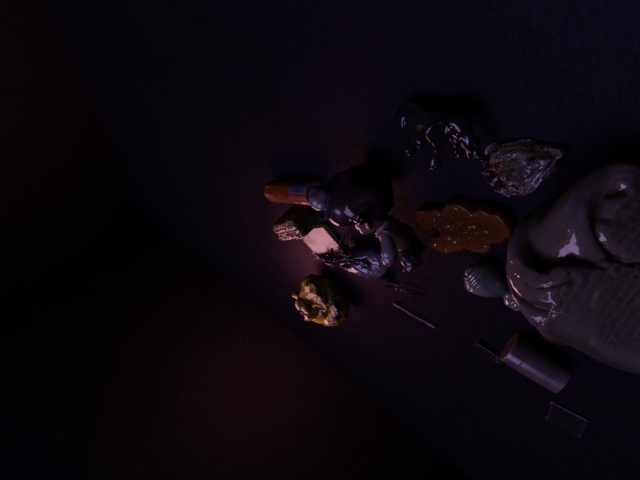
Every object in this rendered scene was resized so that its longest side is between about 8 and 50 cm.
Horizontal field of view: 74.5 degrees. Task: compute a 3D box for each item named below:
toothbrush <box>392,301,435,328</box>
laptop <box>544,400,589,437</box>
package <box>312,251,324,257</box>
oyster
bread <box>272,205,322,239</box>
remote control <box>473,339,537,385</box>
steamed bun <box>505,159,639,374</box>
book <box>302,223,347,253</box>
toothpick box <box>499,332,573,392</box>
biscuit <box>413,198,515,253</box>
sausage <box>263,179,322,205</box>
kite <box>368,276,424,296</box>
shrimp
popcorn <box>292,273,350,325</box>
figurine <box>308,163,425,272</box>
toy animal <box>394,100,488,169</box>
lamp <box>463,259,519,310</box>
[{"bbox_3d":[0.385,0.306,1.735,0.194,0.017,0.014,30,152,22],"label":"toothbrush"},{"bbox_3d":[0.915,0.670,1.572,0.129,0.016,0.180,23,150,34],"label":"laptop"},{"bbox_3d":[0.008,0.078,1.906,0.110,0.015,0.037,25,155,35],"label":"package"},{"bbox_3d":[0.424,-0.157,0.902,0.177,0.064,0.124,28,139,48],"label":"oyster"},{"bbox_3d":[-0.101,-0.073,1.681,0.102,0.138,0.196,55,153,-18],"label":"bread"},{"bbox_3d":[0.678,0.450,1.545,0.245,0.025,0.063,34,155,15],"label":"remote control"},{"bbox_3d":[0.539,0.060,0.814,0.368,0.342,0.255,36,180,-3],"label":"steamed bun"},{"bbox_3d":[0.000,0.000,1.780,0.160,0.024,0.228,50,153,-21],"label":"book"},{"bbox_3d":[0.682,0.386,1.337,0.181,0.111,0.111,32,153,16],"label":"toothpick box"},{"bbox_3d":[0.390,-0.038,1.153,0.186,0.044,0.295,49,155,-22],"label":"biscuit"},{"bbox_3d":[-0.119,-0.182,1.581,0.312,0.093,0.093,10,141,47],"label":"sausage"},{"bbox_3d":[0.269,0.166,1.643,0.286,0.015,0.152,13,160,41],"label":"kite"},{"bbox_3d":[0.108,0.064,1.622,0.343,0.116,0.145,7,140,37],"label":"shrimp"},{"bbox_3d":[0.007,0.291,2.026,0.252,0.215,0.286,-28,107,22],"label":"popcorn"},{"bbox_3d":[0.154,-0.065,1.251,0.206,0.218,0.365,-4,131,45],"label":"figurine"},{"bbox_3d":[0.257,-0.234,0.941,0.245,0.114,0.146,21,148,37],"label":"toy animal"},{"bbox_3d":[0.502,0.130,1.207,0.193,0.106,0.106,30,154,1],"label":"lamp"}]
